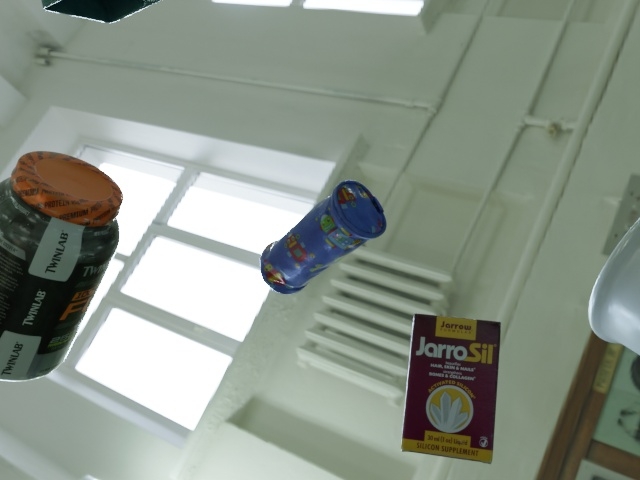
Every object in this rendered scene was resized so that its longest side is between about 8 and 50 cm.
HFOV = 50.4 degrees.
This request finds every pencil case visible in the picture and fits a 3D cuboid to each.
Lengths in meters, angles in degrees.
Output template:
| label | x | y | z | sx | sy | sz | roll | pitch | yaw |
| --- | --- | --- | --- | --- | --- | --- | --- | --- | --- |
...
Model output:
| label | x | y | z | sx | sy | sz | roll | pitch | yaw |
| --- | --- | --- | --- | --- | --- | --- | --- | --- | --- |
| pencil case | 0.000 | 0.000 | 1.312 | 0.133 | 0.306 | 0.119 | -21 | -101 | -42 |

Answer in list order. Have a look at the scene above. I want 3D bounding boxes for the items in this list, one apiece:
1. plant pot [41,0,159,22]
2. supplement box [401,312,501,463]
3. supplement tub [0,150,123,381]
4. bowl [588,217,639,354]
| label | x | y | z | sx | sy | sz | roll | pitch | yaw |
| --- | --- | --- | --- | --- | --- | --- | --- | --- | --- |
| plant pot | -0.336 | -0.479 | 1.023 | 0.165 | 0.166 | 0.234 | -28 | -78 | -68 |
| supplement box | 0.082 | 0.090 | 0.421 | 0.043 | 0.055 | 0.083 | 48 | -133 | -73 |
| supplement tub | -0.455 | 0.041 | 1.092 | 0.207 | 0.207 | 0.338 | -7 | -47 | -57 |
| bowl | 0.479 | 0.053 | 0.803 | 0.298 | 0.134 | 0.297 | -17 | -46 | -19 |
